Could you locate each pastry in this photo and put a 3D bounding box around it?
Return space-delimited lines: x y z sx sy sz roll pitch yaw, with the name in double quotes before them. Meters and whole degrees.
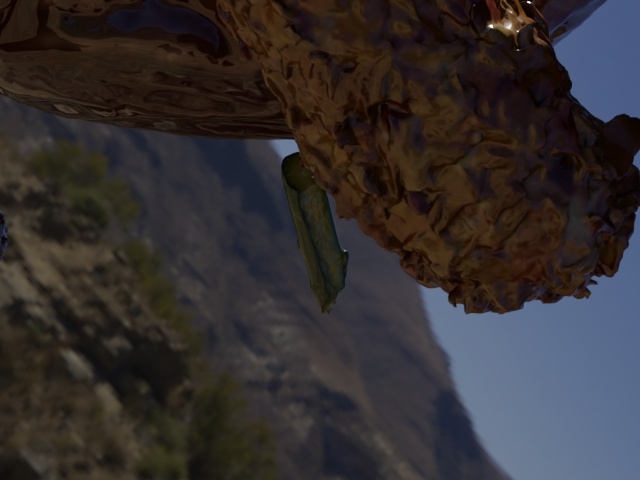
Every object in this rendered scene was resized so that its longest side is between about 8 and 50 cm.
"pastry" 0.033 -0.041 0.424 0.169 0.087 0.063 48 7 -18

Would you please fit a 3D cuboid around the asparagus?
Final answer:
"asparagus" -0.001 0.000 0.837 0.021 0.025 0.108 40 -29 50

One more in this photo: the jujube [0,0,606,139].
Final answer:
"jujube" -0.023 -0.185 0.699 0.276 0.377 0.276 -179 -90 -81

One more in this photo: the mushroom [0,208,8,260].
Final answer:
"mushroom" -0.150 -0.012 0.545 0.127 0.087 0.127 -4 90 -87
